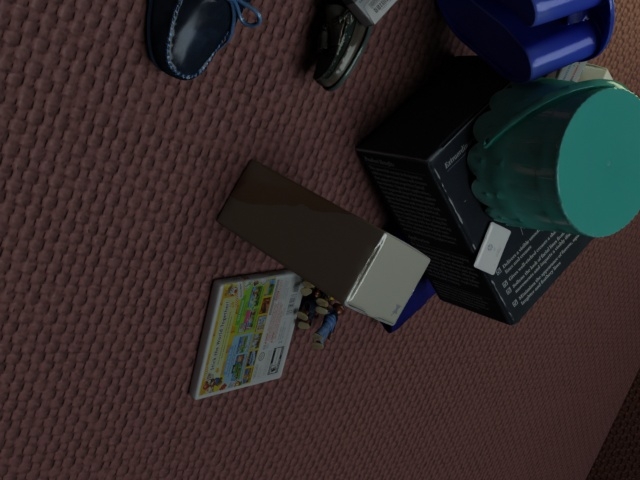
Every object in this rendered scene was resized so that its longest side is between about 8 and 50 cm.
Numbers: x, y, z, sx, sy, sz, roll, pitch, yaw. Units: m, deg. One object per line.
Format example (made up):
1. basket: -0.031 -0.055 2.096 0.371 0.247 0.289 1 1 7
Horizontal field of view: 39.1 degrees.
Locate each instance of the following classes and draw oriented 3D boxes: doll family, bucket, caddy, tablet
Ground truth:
1. doll family: 0.008 0.109 1.669 0.111 0.076 0.193 -60 166 -50
2. bucket: 0.405 -0.138 1.488 0.281 0.183 0.281 -8 104 -33
3. caddy: 0.336 -0.420 1.480 0.179 0.341 0.241 -27 142 -14
4. tablet: 0.297 0.014 1.557 0.054 0.006 0.083 22 88 -35

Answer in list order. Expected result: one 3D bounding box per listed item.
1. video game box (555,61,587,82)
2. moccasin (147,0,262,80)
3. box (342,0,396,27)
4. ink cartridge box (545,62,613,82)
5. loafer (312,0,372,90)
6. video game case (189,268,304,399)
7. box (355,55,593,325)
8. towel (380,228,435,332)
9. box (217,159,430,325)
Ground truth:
1. video game box: 0.533 -0.428 1.810 0.187 0.048 0.205 100 11 -50
2. moccasin: -0.126 -0.370 1.181 0.137 0.117 0.342 8 108 -49
3. box: 0.059 -0.435 1.336 0.186 0.038 0.145 45 77 -21
4. ink cartridge box: 0.578 -0.229 2.003 0.306 0.131 0.226 31 82 -55
5. loafer: 0.039 -0.368 1.403 0.084 0.096 0.267 25 88 -32
6. video game case: -0.127 0.162 1.602 0.206 0.026 0.227 -7 120 -45
7. box: 0.303 -0.096 1.670 0.293 0.212 0.395 -43 121 -19
8. towel: 0.216 0.023 1.851 0.308 0.076 0.228 -37 140 -23
9. box: 0.000 0.000 1.402 0.148 0.311 0.121 28 92 -52
